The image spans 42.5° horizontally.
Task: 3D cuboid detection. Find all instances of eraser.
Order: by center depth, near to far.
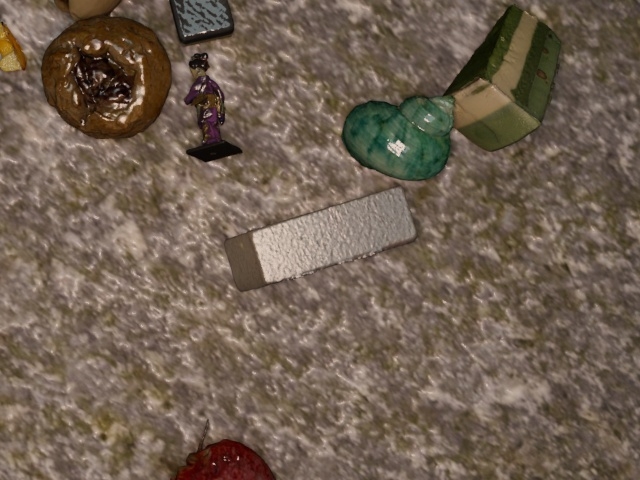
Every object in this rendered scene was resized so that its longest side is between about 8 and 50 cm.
[{"bbox_3d":[0.000,0.000,1.552,0.353,0.077,0.111,-17,88,-7],"label":"eraser"}]

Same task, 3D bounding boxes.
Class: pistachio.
[{"bbox_3d":[-0.395,-0.488,1.491,0.206,0.131,0.129,-51,52,5],"label":"pistachio"}]

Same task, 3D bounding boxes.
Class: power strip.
[{"bbox_3d":[-0.241,-0.499,1.532,0.105,0.070,0.256,-14,93,-10],"label":"power strip"}]

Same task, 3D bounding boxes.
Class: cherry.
[{"bbox_3d":[-0.157,0.472,1.475,0.250,0.175,0.192,42,65,-13],"label":"cherry"}]

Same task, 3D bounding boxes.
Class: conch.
[{"bbox_3d":[0.162,-0.202,1.547,0.202,0.134,0.196,-37,95,-6],"label":"conch"}]

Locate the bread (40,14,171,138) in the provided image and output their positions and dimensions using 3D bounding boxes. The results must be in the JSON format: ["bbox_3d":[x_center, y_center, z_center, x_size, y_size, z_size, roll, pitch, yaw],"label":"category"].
[{"bbox_3d":[-0.378,-0.290,1.470,0.230,0.123,0.230,-2,98,-15],"label":"bread"}]

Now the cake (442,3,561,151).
[{"bbox_3d":[0.351,-0.316,1.620,0.158,0.172,0.283,36,51,-12],"label":"cake"}]

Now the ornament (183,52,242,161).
[{"bbox_3d":[-0.219,-0.249,1.534,0.081,0.088,0.203,-20,78,16],"label":"ornament"}]

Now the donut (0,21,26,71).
[{"bbox_3d":[-0.569,-0.347,1.487,0.038,0.067,0.083,-21,126,9],"label":"donut"}]
